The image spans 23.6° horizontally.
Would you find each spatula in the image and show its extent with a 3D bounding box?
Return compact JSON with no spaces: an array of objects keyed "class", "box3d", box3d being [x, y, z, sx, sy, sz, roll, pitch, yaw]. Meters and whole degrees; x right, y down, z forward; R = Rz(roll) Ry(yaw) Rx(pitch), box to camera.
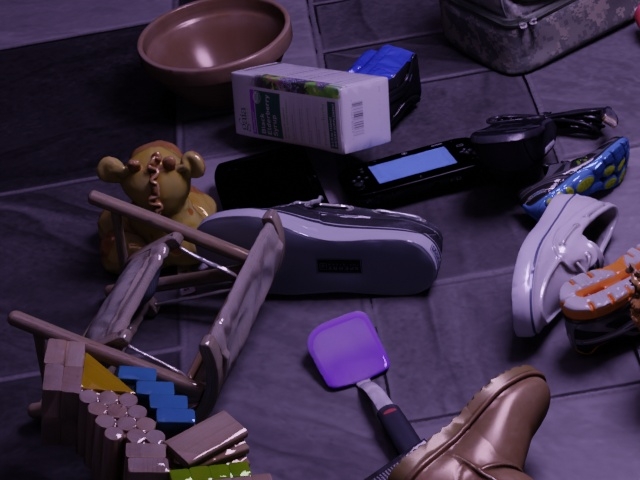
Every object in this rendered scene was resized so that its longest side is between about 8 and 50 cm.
[{"class":"spatula","box3d":[0.065,0.180,1.708,0.084,0.030,0.296,-19,36,-11]}]

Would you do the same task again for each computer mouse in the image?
[{"class":"computer mouse","box3d":[0.300,-0.131,2.022,0.184,0.060,0.262,-4,10,14]}]

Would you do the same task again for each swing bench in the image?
[{"class":"swing bench","box3d":[-0.190,0.088,1.799,0.255,0.165,0.253,7,38,15]}]

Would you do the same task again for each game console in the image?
[{"class":"game console","box3d":[0.045,-0.082,2.072,0.361,0.044,0.213,-15,35,-7]}]

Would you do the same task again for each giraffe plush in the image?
[{"class":"giraffe plush","box3d":[-0.212,-0.053,1.987,0.181,0.170,0.210,-23,37,-17]}]

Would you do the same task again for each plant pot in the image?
[{"class":"plant pot","box3d":[-0.154,-0.273,2.336,0.237,0.109,0.237,-7,34,5]}]

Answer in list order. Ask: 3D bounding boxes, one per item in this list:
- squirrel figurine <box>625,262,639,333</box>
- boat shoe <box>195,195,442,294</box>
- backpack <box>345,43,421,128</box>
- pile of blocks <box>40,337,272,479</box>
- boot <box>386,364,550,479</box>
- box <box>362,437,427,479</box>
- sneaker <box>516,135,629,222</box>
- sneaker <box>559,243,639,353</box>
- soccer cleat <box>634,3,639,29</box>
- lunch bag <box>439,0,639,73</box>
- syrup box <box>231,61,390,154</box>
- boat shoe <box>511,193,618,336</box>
[{"class":"squirrel figurine","box3d":[0.492,0.119,1.538,0.370,0.281,0.397,-38,28,-19]},{"class":"boat shoe","box3d":[0.000,-0.004,1.916,0.306,0.113,0.105,1,30,11]},{"class":"backpack","box3d":[0.078,-0.209,2.199,0.101,0.098,0.120,17,53,32]},{"class":"pile of blocks","box3d":[-0.170,0.239,1.618,0.149,0.112,0.362,-22,48,-36]},{"class":"boot","box3d":[0.230,0.263,1.482,0.269,0.089,0.236,33,56,32]},{"class":"box","box3d":[0.085,0.282,1.544,0.162,0.029,0.116,-31,53,-25]},{"class":"sneaker","box3d":[0.330,-0.088,1.983,0.188,0.067,0.078,-32,44,-25]},{"class":"sneaker","box3d":[0.365,0.063,1.754,0.215,0.083,0.084,-17,35,-17]},{"class":"soccer cleat","box3d":[0.586,-0.348,2.288,0.248,0.083,0.095,-16,64,-16]},{"class":"lunch bag","box3d":[0.325,-0.428,2.299,0.305,0.256,0.212,-26,38,-20]},{"class":"syrup box","box3d":[-0.016,-0.187,2.142,0.096,0.093,0.237,-18,22,-40]},{"class":"boat shoe","box3d":[0.292,0.022,1.814,0.084,0.095,0.258,2,38,25]}]
